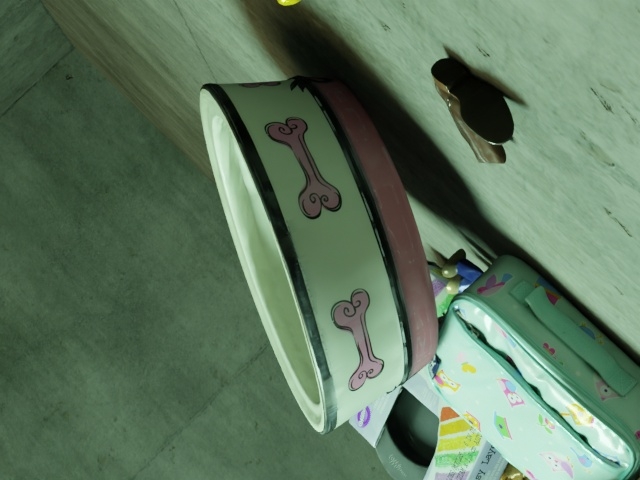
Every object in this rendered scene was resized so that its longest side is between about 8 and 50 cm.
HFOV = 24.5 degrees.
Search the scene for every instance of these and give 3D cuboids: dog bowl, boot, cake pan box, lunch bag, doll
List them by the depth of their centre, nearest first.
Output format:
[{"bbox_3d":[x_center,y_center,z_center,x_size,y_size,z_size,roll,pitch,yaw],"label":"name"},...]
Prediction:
[{"bbox_3d":[0.138,-0.087,1.210,0.106,0.037,0.114,58,179,38],"label":"boot"},{"bbox_3d":[0.241,0.157,1.597,0.279,0.108,0.224,42,154,16],"label":"lunch bag"},{"bbox_3d":[0.000,0.000,1.637,0.408,0.150,0.408,161,90,-82],"label":"dog bowl"},{"bbox_3d":[0.228,0.084,1.707,0.189,0.046,0.129,35,160,31],"label":"doll"},{"bbox_3d":[0.166,0.199,1.929,0.070,0.267,0.246,11,-160,-37],"label":"cake pan box"}]

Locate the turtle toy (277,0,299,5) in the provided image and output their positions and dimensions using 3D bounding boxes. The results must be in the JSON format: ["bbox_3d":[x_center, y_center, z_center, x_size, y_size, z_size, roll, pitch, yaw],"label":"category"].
[{"bbox_3d":[-0.016,-0.239,1.099,0.130,0.066,0.095,114,136,-81],"label":"turtle toy"}]

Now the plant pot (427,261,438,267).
[{"bbox_3d":[0.147,0.150,2.148,0.187,0.167,0.188,46,173,-11],"label":"plant pot"}]

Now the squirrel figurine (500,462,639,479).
[{"bbox_3d":[0.402,0.399,1.922,0.370,0.281,0.397,37,-166,-31],"label":"squirrel figurine"}]
